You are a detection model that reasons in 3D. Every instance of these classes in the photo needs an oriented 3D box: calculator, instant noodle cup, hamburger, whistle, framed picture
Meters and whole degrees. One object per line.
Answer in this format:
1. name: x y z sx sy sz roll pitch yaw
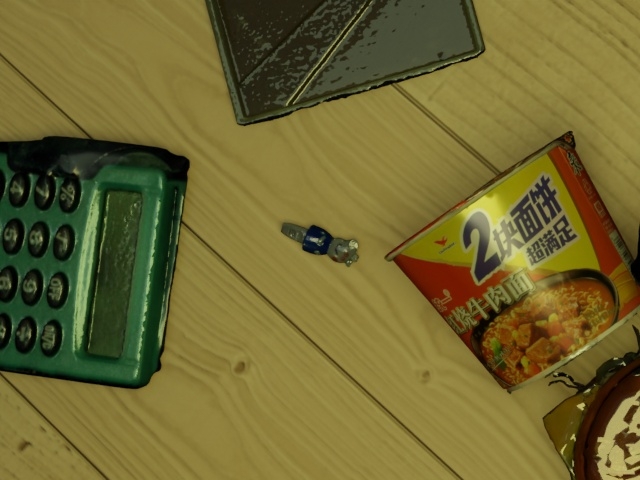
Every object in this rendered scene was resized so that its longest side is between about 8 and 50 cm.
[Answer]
1. calculator: -0.280 0.017 1.632 0.274 0.058 0.248 7 87 15
2. instant noodle cup: 0.191 0.027 1.450 0.213 0.213 0.174 -35 87 9
3. hamburger: 0.332 0.195 1.426 0.243 0.139 0.261 -27 76 8
4. whistle: 0.000 0.000 1.578 0.083 0.029 0.033 21 123 10
5. framed picture: 0.017 -0.239 1.598 0.265 0.018 0.192 -15 83 12

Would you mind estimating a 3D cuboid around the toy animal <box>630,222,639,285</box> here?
1. toy animal: 0.392 -0.038 1.394 0.187 0.235 0.165 31 138 4
